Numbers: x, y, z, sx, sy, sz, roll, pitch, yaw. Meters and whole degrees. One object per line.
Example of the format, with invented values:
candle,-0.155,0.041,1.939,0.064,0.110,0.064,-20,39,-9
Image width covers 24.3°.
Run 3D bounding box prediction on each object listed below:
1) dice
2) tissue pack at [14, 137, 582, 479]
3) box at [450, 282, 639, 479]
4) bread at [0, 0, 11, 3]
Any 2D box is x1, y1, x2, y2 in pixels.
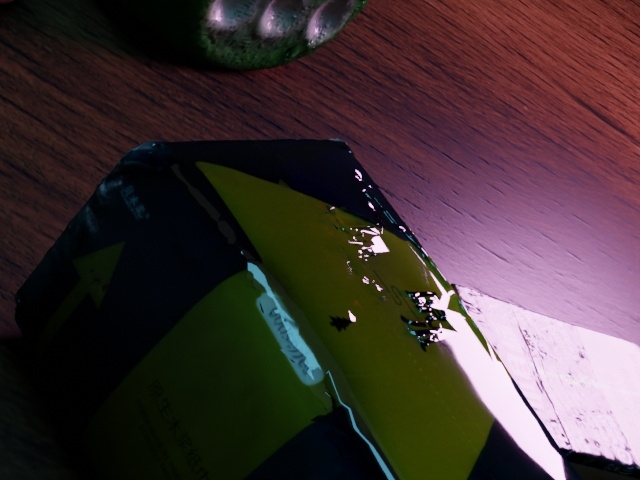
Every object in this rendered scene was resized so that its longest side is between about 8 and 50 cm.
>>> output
dice,-0.091,-0.388,1.672,0.297,0.287,0.300,3,48,-51
tissue pack,-0.017,0.138,1.141,0.264,0.253,0.416,-1,50,-50
box,0.247,0.176,1.556,0.310,0.084,0.198,18,39,-36
bread,-0.351,-0.312,1.440,0.190,0.123,0.244,46,32,3
